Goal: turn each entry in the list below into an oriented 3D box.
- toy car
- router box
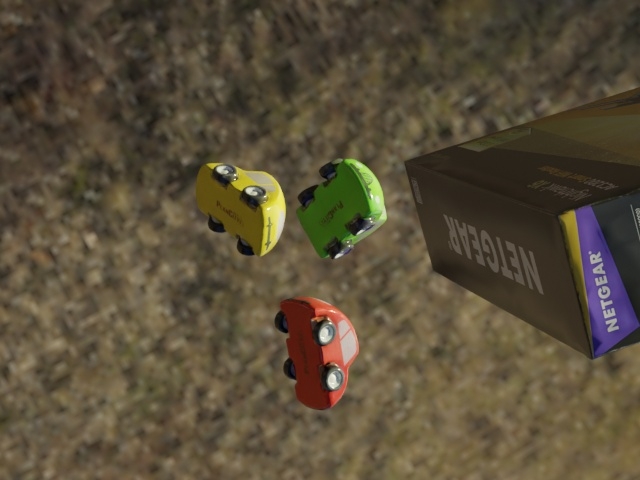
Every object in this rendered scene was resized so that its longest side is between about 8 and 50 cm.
[{"bbox_3d":[0.000,0.000,1.497,0.053,0.239,0.225,-20,165,-35],"label":"toy car"},{"bbox_3d":[0.205,-0.032,1.039,0.243,0.081,0.309,-18,-169,-9],"label":"router box"}]
